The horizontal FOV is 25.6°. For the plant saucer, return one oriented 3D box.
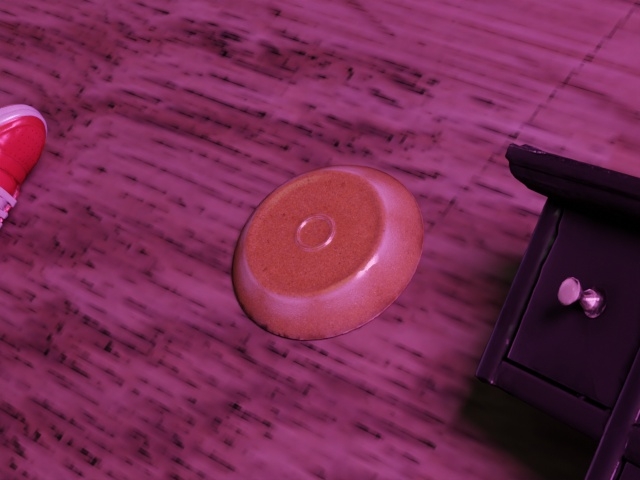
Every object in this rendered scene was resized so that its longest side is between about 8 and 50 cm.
[{"bbox_3d":[0.000,0.000,0.568,0.083,0.015,0.083,-12,54,16],"label":"plant saucer"}]

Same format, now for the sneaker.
[{"bbox_3d":[-0.157,-0.004,0.621,0.118,0.042,0.067,-45,48,0],"label":"sneaker"}]

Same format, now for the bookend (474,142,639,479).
[{"bbox_3d":[0.099,0.065,0.422,0.157,0.072,0.156,27,95,58],"label":"bookend"}]
